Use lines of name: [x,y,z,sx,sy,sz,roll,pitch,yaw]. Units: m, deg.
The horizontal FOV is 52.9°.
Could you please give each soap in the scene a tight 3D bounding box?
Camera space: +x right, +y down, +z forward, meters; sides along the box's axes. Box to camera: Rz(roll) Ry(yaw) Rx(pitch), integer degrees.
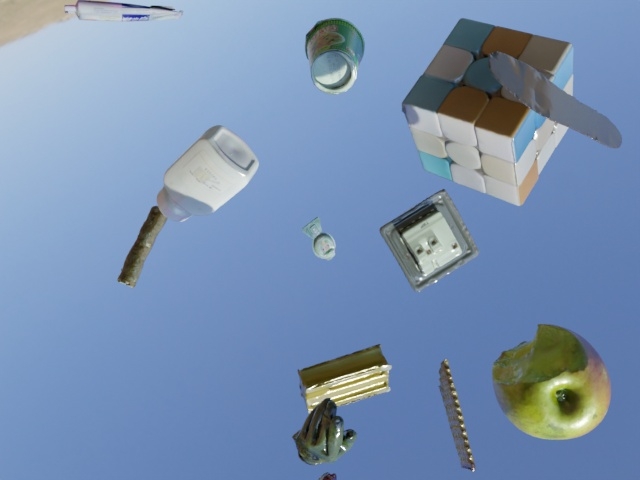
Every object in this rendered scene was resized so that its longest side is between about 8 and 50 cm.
soap: [0.063,0.360,1.663,0.233,0.135,0.076,-14,-134,-9]

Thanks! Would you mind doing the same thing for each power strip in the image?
power strip: [0.355,0.002,2.052,0.257,0.251,0.092,-32,-178,-3]

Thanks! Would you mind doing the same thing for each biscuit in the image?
biscuit: [0.257,0.337,1.235,0.016,0.144,0.203,-12,-109,-1]

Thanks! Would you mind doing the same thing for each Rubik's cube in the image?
Rubik's cube: [0.486,-0.365,1.834,0.347,0.347,0.344,27,-105,29]

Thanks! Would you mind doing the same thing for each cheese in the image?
cheese: [0.000,0.000,1.724,0.067,0.120,0.026,-39,-158,-15]

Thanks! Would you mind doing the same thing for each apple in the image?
apple: [0.496,0.307,1.392,0.246,0.246,0.226,-23,179,18]

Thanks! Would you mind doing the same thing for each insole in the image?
insole: [0.434,-0.250,1.175,0.007,0.328,0.111,-41,-147,52]

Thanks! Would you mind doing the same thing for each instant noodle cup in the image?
instant noodle cup: [0.041,-0.582,2.071,0.207,0.207,0.232,-22,-148,19]

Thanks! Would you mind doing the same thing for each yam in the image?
yam: [-0.508,0.019,1.836,0.061,0.061,0.252,-3,-123,40]

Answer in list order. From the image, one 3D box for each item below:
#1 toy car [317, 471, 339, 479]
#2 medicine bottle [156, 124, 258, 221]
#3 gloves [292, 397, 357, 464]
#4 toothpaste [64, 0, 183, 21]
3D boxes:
toy car: [0.029,0.541,1.276,0.112,0.112,0.139,10,-98,18]
medicine bottle: [-0.296,-0.155,1.623,0.296,0.161,0.111,-34,-161,40]
gloves: [0.005,0.449,1.450,0.135,0.268,0.107,12,-130,-4]
toothpaste: [-0.294,-0.344,0.968,0.170,0.028,0.045,-5,-177,-22]
